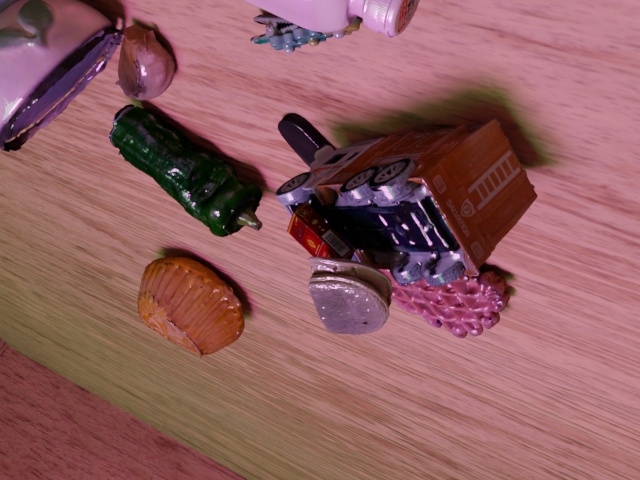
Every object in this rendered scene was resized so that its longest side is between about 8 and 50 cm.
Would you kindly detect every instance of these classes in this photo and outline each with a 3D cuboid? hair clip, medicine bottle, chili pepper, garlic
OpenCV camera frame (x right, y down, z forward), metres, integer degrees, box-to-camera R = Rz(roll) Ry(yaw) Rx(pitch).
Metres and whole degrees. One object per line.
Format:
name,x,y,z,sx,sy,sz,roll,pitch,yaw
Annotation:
hair clip,-0.012,-0.232,1.039,0.173,0.049,0.049,4,140,47
medicine bottle,-0.013,-0.261,0.889,0.219,0.115,0.078,28,153,15
chili pepper,-0.192,-0.092,1.434,0.270,0.099,0.136,33,146,16
garlic,-0.239,-0.233,1.298,0.084,0.066,0.152,59,156,16

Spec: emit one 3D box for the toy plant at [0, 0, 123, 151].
toy plant,-0.458,-0.309,1.251,0.332,0.247,0.247,45,154,-10

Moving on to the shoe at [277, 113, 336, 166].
shoe,0.003,-0.088,1.255,0.179,0.049,0.071,44,155,-19

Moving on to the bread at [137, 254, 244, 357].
bread,-0.262,0.133,1.872,0.240,0.139,0.240,32,156,16

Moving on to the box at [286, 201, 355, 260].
box,0.000,0.000,1.079,0.082,0.023,0.051,44,155,10

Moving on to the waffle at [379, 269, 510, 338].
waffle,0.145,0.051,1.314,0.234,0.055,0.221,34,155,4

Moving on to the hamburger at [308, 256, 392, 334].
hamburger,0.039,0.060,1.051,0.084,0.054,0.121,4,144,26

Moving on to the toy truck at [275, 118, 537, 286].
toy truck,0.090,-0.051,1.081,0.305,0.162,0.136,1,129,59
